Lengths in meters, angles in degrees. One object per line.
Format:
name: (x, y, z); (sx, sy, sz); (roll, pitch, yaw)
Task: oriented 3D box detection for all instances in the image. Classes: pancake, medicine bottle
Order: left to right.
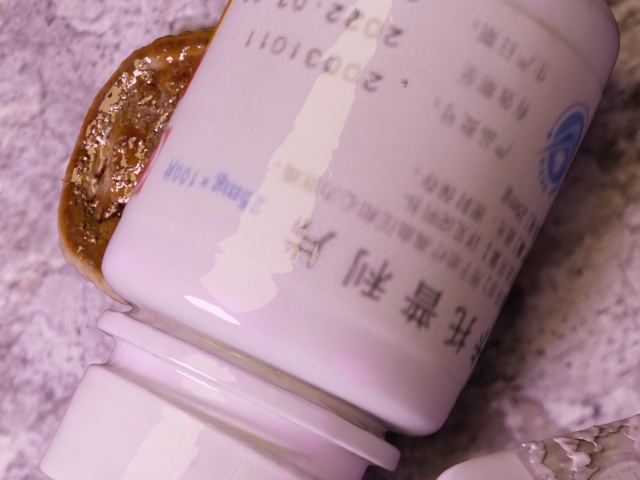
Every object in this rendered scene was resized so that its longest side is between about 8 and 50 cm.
pancake: (-0.077, -0.040, 0.951); (0.158, 0.028, 0.158); (-14, 61, 26)
medicine bottle: (0.000, 0.000, 0.802); (0.170, 0.170, 0.293); (23, 82, 35)

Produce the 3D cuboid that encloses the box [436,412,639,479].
box: (0.150, 0.160, 0.645); (0.142, 0.044, 0.285); (-12, 36, -13)
